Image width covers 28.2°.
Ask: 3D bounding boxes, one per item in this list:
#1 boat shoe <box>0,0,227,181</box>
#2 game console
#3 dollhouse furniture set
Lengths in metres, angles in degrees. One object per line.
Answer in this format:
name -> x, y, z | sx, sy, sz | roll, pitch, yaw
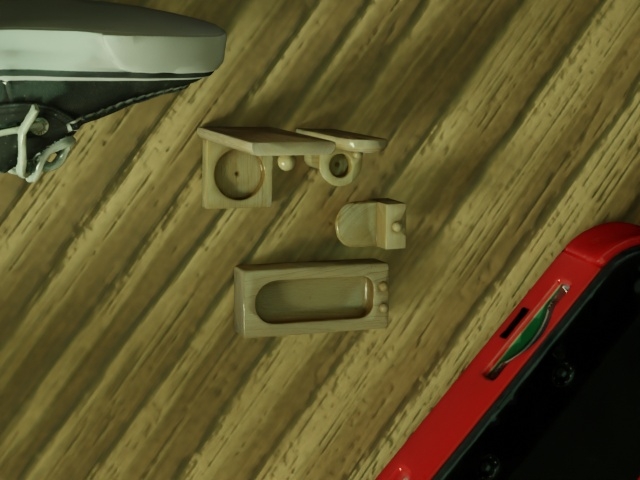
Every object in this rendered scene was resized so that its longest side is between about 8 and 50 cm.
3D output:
boat shoe -> -0.204, -0.088, 0.794 | 0.306, 0.113, 0.104 | -11, 116, -32
game console -> 0.230, 0.214, 1.057 | 0.342, 0.060, 0.386 | 44, 82, -26
dollhouse furniture set -> 0.000, 0.000, 0.885 | 0.144, 0.123, 0.151 | -2, 99, -21
